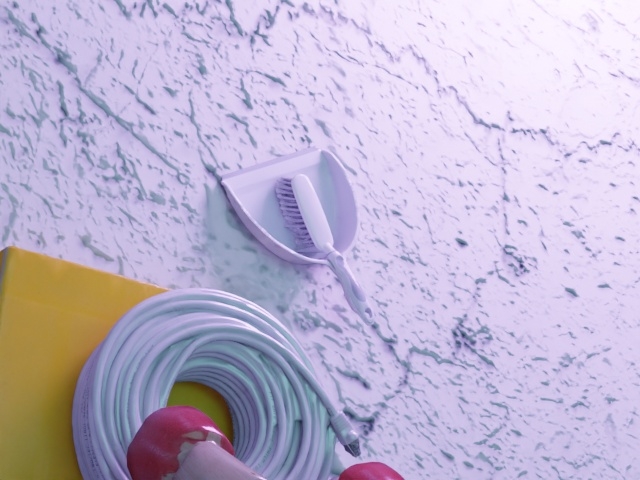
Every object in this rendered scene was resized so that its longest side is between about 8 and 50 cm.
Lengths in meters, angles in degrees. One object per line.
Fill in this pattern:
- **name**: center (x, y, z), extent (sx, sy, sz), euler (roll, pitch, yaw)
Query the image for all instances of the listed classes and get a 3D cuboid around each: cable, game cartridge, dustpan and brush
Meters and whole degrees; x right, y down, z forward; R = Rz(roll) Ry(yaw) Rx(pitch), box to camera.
- **cable**: center (-0.110, 0.173, 1.580), extent (0.257, 0.089, 0.257), euler (-24, 86, -34)
- **game cartridge**: center (-0.202, 0.193, 1.601), extent (0.285, 0.052, 0.324), euler (17, 67, -25)
- **dustpan and brush**: center (0.000, 0.000, 1.781), extent (0.147, 0.060, 0.211), euler (-20, 83, -35)

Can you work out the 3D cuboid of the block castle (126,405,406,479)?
- **block castle**: center (-0.079, 0.393, 1.433), extent (0.303, 0.213, 0.453), euler (19, 91, -32)
